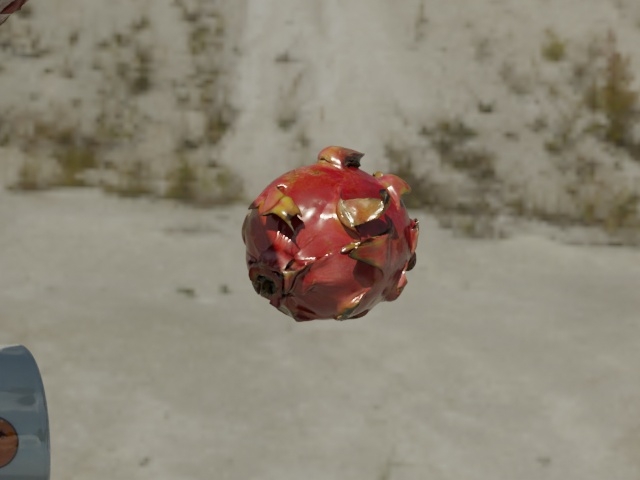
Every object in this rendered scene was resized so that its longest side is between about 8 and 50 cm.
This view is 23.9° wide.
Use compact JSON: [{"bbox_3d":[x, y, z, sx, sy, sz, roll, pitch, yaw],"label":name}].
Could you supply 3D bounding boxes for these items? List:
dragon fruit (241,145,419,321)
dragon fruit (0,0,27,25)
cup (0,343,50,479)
[{"bbox_3d":[0.000,0.000,1.141,0.133,0.136,0.166,23,31,29],"label":"dragon fruit"},{"bbox_3d":[-0.239,-0.243,0.758,0.296,0.301,0.295,-7,-10,-1],"label":"dragon fruit"},{"bbox_3d":[-0.400,0.184,1.212,0.317,0.212,0.212,4,-2,-26],"label":"cup"}]
